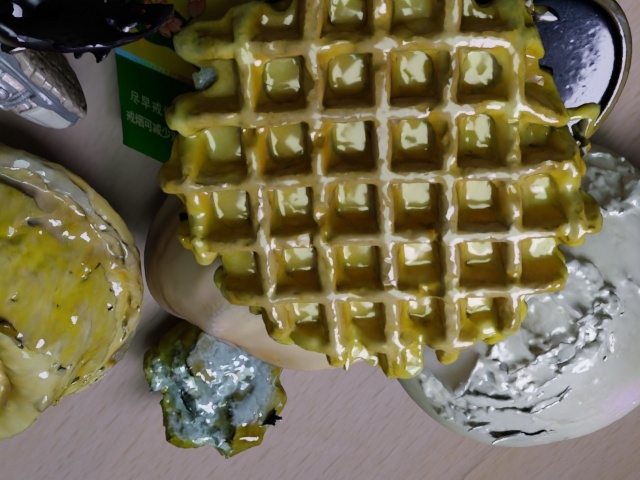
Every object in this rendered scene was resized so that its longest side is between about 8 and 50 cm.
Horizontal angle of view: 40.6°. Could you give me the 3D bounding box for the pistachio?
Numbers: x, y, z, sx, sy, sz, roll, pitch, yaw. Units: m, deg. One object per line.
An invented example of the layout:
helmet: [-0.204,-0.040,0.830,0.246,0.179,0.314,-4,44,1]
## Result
pistachio: [0.000,0.000,0.765,0.308,0.230,0.230,-24,135,-4]

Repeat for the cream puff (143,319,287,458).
cream puff: [-0.114,0.148,0.914,0.121,0.156,0.156,-46,153,-45]

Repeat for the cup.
cup: [0.101,-0.178,0.666,0.239,0.177,0.166,27,116,-38]

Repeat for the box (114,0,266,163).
box: [-0.098,-0.154,0.631,0.034,0.132,0.235,-38,143,-42]

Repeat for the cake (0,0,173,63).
cake: [-0.173,-0.225,0.410,0.332,0.332,0.321,-29,139,3]

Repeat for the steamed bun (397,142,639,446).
steamed bun: [0.245,0.085,0.917,0.334,0.233,0.312,-42,135,19]

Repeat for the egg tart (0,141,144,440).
egg tart: [-0.317,0.070,0.708,0.345,0.132,0.345,-4,134,-4]

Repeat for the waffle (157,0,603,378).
waffle: [0.046,-0.039,0.588,0.329,0.062,0.329,0,112,1]

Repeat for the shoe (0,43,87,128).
shoe: [-0.253,-0.129,0.619,0.092,0.089,0.180,-37,131,10]
